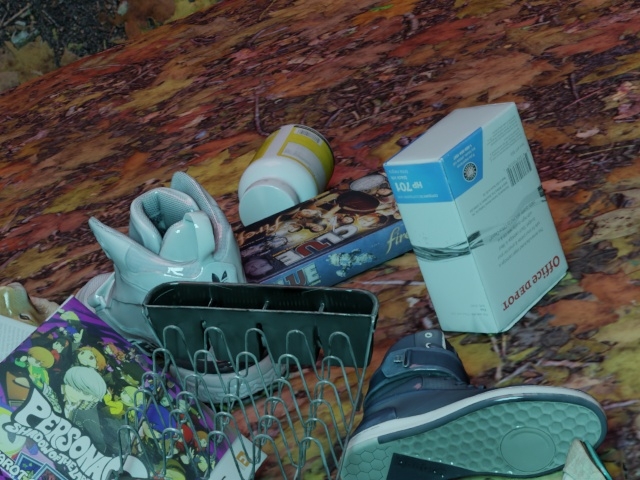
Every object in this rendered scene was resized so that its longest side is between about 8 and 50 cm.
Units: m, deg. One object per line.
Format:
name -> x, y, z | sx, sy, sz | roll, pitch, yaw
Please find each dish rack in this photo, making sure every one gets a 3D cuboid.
dish rack -> -0.069, 0.143, 1.227 | 0.208, 0.074, 0.271 | 1, 36, 13

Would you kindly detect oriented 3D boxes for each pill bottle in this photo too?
pill bottle -> -0.047, -0.072, 1.926 | 0.103, 0.103, 0.184 | -12, 22, 18

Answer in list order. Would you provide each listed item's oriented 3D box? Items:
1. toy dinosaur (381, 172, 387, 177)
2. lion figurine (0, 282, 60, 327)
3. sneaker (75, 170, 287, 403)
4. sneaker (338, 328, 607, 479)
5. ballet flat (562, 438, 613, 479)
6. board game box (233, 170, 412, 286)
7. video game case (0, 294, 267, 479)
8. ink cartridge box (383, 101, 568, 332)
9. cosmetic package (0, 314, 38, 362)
toy dinosaur -> 0.167, -0.100, 1.910 | 0.183, 0.053, 0.092 | -16, 35, 29
lion figurine -> -0.447, 0.156, 1.696 | 0.392, 0.142, 0.240 | -30, 27, 11
sneaker -> -0.178, 0.033, 1.611 | 0.137, 0.210, 0.366 | -30, 25, -27
sneaker -> 0.135, 0.132, 1.278 | 0.226, 0.086, 0.163 | -12, 24, 21
ballet flat -> 0.202, 0.198, 1.101 | 0.052, 0.057, 0.168 | -29, 21, 0
board game box -> 0.000, 0.000, 1.766 | 0.243, 0.042, 0.165 | -24, 25, -17
video game case -> -0.181, 0.177, 1.270 | 0.042, 0.232, 0.210 | -51, -1, 35
ink cartridge box -> 0.158, -0.023, 1.499 | 0.082, 0.190, 0.139 | 0, 27, 43
cosmetic package -> -0.269, 0.144, 1.361 | 0.117, 0.231, 0.085 | -53, 26, 36
